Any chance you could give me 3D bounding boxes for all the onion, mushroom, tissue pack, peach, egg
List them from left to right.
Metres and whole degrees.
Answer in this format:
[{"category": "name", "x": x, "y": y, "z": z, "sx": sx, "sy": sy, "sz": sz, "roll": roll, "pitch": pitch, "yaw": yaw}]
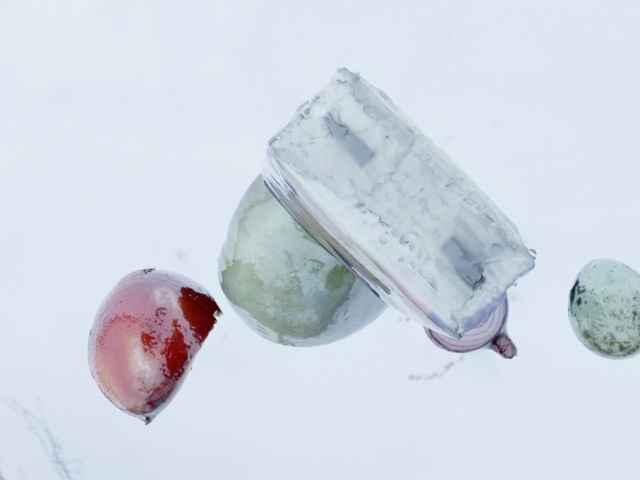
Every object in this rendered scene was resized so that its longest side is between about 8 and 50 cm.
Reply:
[{"category": "peach", "x": -0.232, "y": 0.124, "z": 1.148, "sx": 0.154, "sy": 0.267, "sz": 0.159, "roll": 31, "pitch": 107, "yaw": -3}, {"category": "mushroom", "x": 0.000, "y": 0.000, "z": 1.268, "sx": 0.260, "sy": 0.352, "sz": 0.352, "roll": 48, "pitch": 137, "yaw": 31}, {"category": "tissue pack", "x": 0.056, "y": -0.031, "z": 0.857, "sx": 0.125, "sy": 0.343, "sz": 0.242, "roll": -45, "pitch": 94, "yaw": -2}, {"category": "onion", "x": 0.323, "y": 0.161, "z": 1.757, "sx": 0.218, "sy": 0.140, "sz": 0.195, "roll": 39, "pitch": 95, "yaw": -1}, {"category": "egg", "x": 0.284, "y": 0.065, "z": 0.831, "sx": 0.085, "sy": 0.110, "sz": 0.085, "roll": -6, "pitch": 142, "yaw": -5}]
